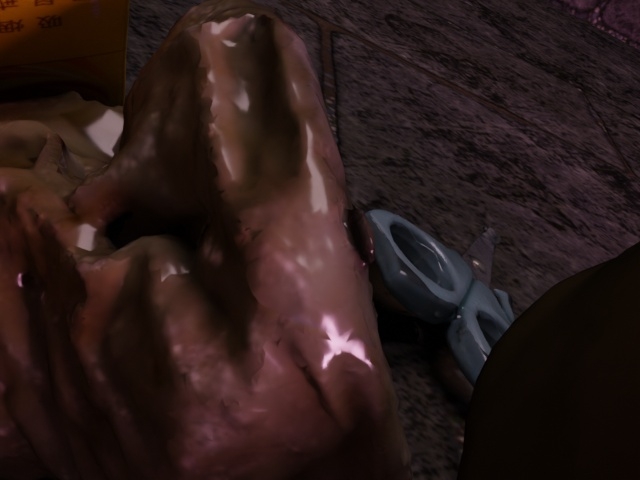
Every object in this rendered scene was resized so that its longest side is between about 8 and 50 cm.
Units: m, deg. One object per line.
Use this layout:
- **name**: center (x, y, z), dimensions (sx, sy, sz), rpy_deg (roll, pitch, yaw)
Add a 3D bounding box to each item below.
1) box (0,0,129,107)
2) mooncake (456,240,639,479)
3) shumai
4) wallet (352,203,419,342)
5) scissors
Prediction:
- **box**: center (-0.168, -0.081, 0.583), dimensions (0.152, 0.269, 0.043), rpy_deg (-6, 74, -13)
- **mooncake**: center (0.267, 0.156, 0.395), dimensions (0.467, 0.262, 0.467), rpy_deg (5, 67, -11)
- **shumai**: center (-0.103, 0.058, 0.542), dimensions (0.314, 0.262, 0.267), rpy_deg (76, 0, -68)
- **wallet**: center (0.000, 0.000, 0.925), dimensions (0.110, 0.031, 0.198), rpy_deg (13, 29, -36)
- **scissors**: center (0.123, 0.027, 0.981), dimensions (0.191, 0.029, 0.360), rpy_deg (48, 19, 0)
